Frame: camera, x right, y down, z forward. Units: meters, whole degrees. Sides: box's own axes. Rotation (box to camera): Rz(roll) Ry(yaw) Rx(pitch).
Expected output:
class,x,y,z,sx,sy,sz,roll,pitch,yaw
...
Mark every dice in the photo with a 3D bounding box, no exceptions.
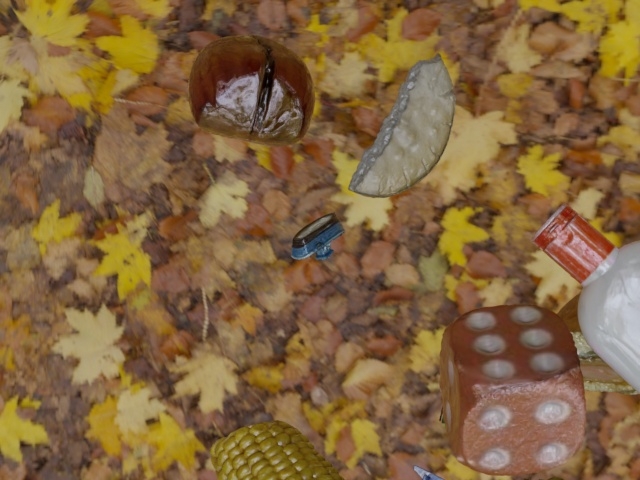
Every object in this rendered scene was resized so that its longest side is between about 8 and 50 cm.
class,x,y,z,sx,sy,sz,roll,pitch,yaw
dice,0.254,0.201,1.423,0.174,0.175,0.179,-7,129,1

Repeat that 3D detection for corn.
class,x,y,z,sx,sy,sz,roll,pitch,yaw
corn,0.013,0.351,1.173,0.144,0.387,0.144,-29,150,-19

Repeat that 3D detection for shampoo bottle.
class,x,y,z,sx,sy,sz,roll,pitch,yaw
shampoo bottle,0.259,0.058,0.811,0.221,0.051,0.108,42,88,8

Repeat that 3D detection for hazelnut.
class,x,y,z,sx,sy,sz,roll,pitch,yaw
hazelnut,-0.111,-0.253,1.732,0.212,0.181,0.180,12,91,-13

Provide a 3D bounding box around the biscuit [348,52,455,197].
class,x,y,z,sx,sy,sz,roll,pitch,yaw
biscuit,0.162,-0.178,1.784,0.141,0.038,0.289,35,78,-34

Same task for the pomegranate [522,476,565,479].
class,x,y,z,sx,sy,sz,roll,pitch,yaw
pomegranate,0.178,0.309,0.699,0.236,0.236,0.301,-15,75,-12

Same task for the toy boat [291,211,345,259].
class,x,y,z,sx,sy,sz,roll,pitch,yaw
toy boat,0.000,0.000,1.790,0.137,0.060,0.060,-41,122,-50

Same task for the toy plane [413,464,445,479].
class,x,y,z,sx,sy,sz,roll,pitch,yaw
toy plane,0.069,0.291,1.012,0.054,0.062,0.167,25,63,18

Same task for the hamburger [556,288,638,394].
class,x,y,z,sx,sy,sz,roll,pitch,yaw
hamburger,0.553,0.164,1.946,0.162,0.330,0.209,59,43,-24

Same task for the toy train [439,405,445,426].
class,x,y,z,sx,sy,sz,roll,pitch,yaw
toy train,0.321,0.271,2.017,0.160,0.101,0.296,55,41,-38
